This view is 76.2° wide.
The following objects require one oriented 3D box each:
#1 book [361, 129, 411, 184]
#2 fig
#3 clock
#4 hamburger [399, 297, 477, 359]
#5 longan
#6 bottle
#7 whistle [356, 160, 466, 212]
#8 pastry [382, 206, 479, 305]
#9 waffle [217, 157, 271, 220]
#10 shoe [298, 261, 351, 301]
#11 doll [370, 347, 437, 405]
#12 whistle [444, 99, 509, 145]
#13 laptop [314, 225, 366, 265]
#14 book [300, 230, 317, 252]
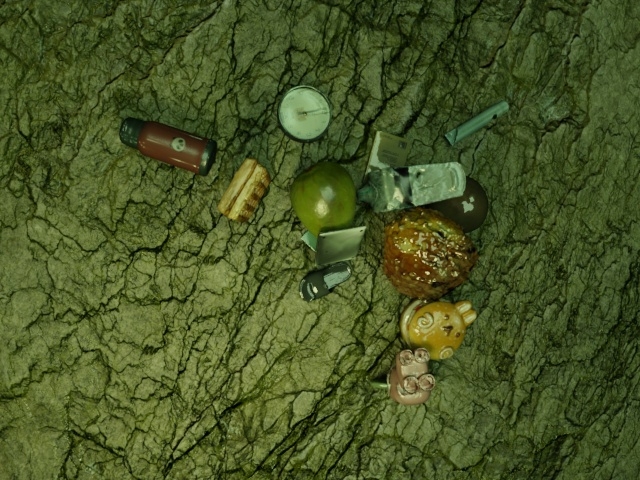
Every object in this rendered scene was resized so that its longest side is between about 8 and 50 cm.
[{"bbox_3d":[0.282,-0.332,1.731,0.161,0.026,0.230,15,91,-11],"label":"book"},{"bbox_3d":[0.025,-0.138,1.586,0.258,0.258,0.326,-21,107,-9],"label":"fig"},{"bbox_3d":[-0.063,-0.508,1.647,0.226,0.049,0.225,-1,94,-9],"label":"clock"},{"bbox_3d":[0.504,0.361,1.734,0.303,0.186,0.260,-22,98,-11],"label":"hamburger"},{"bbox_3d":[0.555,-0.153,1.675,0.258,0.258,0.257,-1,93,-10],"label":"longan"},{"bbox_3d":[-0.566,-0.360,1.516,0.336,0.144,0.143,19,90,-10],"label":"bottle"},{"bbox_3d":[0.341,-0.210,1.580,0.188,0.405,0.168,-15,98,-44],"label":"whistle"},{"bbox_3d":[0.425,0.065,1.591,0.292,0.338,0.404,-38,137,-35],"label":"pastry"},{"bbox_3d":[-0.271,-0.175,1.487,0.098,0.328,0.224,29,89,-6],"label":"waffle"},{"bbox_3d":[0.023,0.167,1.681,0.241,0.093,0.108,-27,99,-9],"label":"shoe"},{"bbox_3d":[0.358,0.563,1.689,0.285,0.268,0.216,-2,73,-11],"label":"doll"},{"bbox_3d":[0.680,-0.511,1.776,0.312,0.062,0.062,-32,98,-7],"label":"whistle"},{"bbox_3d":[0.073,0.026,1.610,0.188,0.269,0.015,-10,62,-10],"label":"laptop"},{"bbox_3d":[0.000,0.000,1.703,0.135,0.017,0.103,44,86,-8],"label":"book"}]
